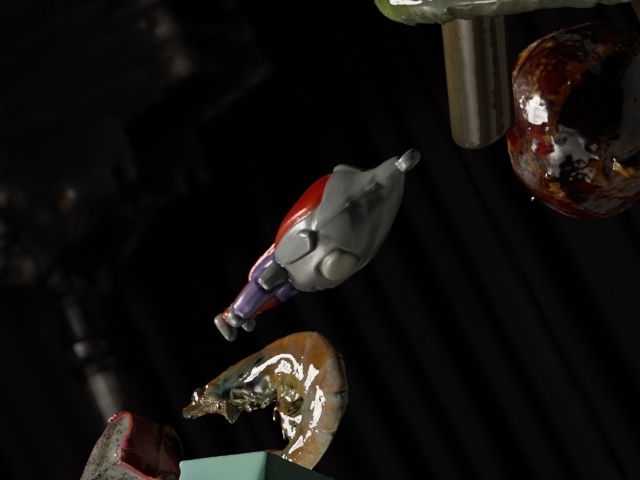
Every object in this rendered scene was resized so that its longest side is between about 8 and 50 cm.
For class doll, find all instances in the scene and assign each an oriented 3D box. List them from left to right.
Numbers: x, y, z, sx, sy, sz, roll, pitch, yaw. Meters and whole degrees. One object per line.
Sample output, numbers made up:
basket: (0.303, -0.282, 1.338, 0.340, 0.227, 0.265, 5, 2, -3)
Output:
doll: (0.000, 0.000, 1.544, 0.227, 0.075, 0.102, -42, -6, 26)

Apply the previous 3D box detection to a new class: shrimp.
shrimp: (-0.059, 0.173, 1.952, 0.052, 0.143, 0.251, 13, -22, -34)

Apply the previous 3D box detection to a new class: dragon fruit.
dragon fruit: (-0.120, 0.147, 1.281, 0.083, 0.056, 0.060, -49, 20, 49)

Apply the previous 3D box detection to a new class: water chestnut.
water chestnut: (0.299, -0.142, 2.199, 0.224, 0.223, 0.238, -18, 24, -37)

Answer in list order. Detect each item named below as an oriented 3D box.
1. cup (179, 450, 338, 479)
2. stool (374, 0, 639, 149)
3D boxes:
cup: (-0.062, 0.284, 1.381, 0.148, 0.235, 0.134, -10, -40, 33)
stool: (0.229, -0.257, 1.655, 0.310, 0.310, 0.226, -5, -37, 26)
